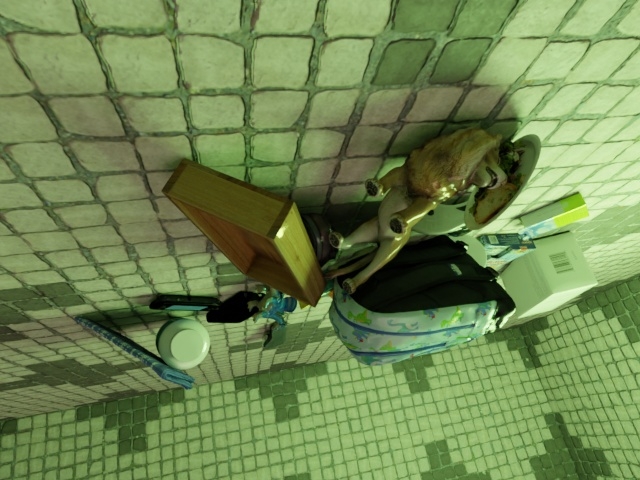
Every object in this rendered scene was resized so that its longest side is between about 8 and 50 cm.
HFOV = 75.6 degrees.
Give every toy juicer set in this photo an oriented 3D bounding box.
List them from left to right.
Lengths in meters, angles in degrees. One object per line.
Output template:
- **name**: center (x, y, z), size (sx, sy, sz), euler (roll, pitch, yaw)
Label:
- **toy juicer set**: center (0.067, 0.106, 1.126), size (0.209, 0.089, 0.329), euler (-23, 169, -26)

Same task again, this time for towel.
- **towel**: center (-0.547, 0.341, 1.236), size (0.336, 0.040, 0.243), euler (25, 158, 15)

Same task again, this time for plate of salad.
- **plate of salad**: center (0.320, -0.110, 0.757), size (0.048, 0.200, 0.200), euler (28, 147, -4)

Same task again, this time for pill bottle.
- **pill bottle**: center (-0.424, 0.313, 1.267), size (0.146, 0.146, 0.264), euler (-1, 172, -24)
- **pill bottle**: center (0.388, 0.096, 1.242), size (0.162, 0.162, 0.278), euler (-11, 155, -3)

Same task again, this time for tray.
- **tray**: center (-0.112, 0.011, 0.798), size (0.202, 0.076, 0.411), euler (22, 163, 16)

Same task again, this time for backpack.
- **backpack**: center (0.195, 0.137, 0.954), size (0.355, 0.290, 0.273), euler (2, 125, -31)

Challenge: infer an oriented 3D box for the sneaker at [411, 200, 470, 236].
- **sneaker**: center (0.301, -0.038, 1.003), size (0.216, 0.079, 0.121), euler (-8, 160, -4)

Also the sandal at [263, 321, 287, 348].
- **sandal**: center (-0.192, 0.403, 1.791), size (0.097, 0.054, 0.254), euler (-9, 147, -26)

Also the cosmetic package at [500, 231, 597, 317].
- **cosmetic package**: center (0.798, 0.138, 1.489), size (0.155, 0.197, 0.365), euler (-14, 158, 3)

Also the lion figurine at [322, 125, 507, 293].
- **lion figurine**: center (0.156, -0.053, 0.790), size (0.240, 0.142, 0.392), euler (-31, 170, -36)

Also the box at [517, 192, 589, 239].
- **box**: center (0.646, -0.063, 1.158), size (0.178, 0.042, 0.109), euler (-26, 152, 28)

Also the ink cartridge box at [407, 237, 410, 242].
- **ink cartridge box**: center (0.190, -0.005, 1.084), size (0.083, 0.028, 0.048), euler (-12, 156, 0)

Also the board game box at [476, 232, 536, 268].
- **board game box**: center (0.544, 0.047, 1.331), size (0.194, 0.060, 0.194), euler (-2, 153, -22)

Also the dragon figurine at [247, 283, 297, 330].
- **dragon figurine**: center (-0.125, 0.175, 1.237), size (0.144, 0.085, 0.289), euler (-4, 139, -35)

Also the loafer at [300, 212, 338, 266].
- **loafer**: center (0.000, 0.000, 0.941), size (0.095, 0.109, 0.302), euler (-24, 165, -13)

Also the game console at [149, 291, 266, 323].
- **game console**: center (-0.347, 0.209, 1.284), size (0.361, 0.044, 0.213), euler (12, 147, -42)
